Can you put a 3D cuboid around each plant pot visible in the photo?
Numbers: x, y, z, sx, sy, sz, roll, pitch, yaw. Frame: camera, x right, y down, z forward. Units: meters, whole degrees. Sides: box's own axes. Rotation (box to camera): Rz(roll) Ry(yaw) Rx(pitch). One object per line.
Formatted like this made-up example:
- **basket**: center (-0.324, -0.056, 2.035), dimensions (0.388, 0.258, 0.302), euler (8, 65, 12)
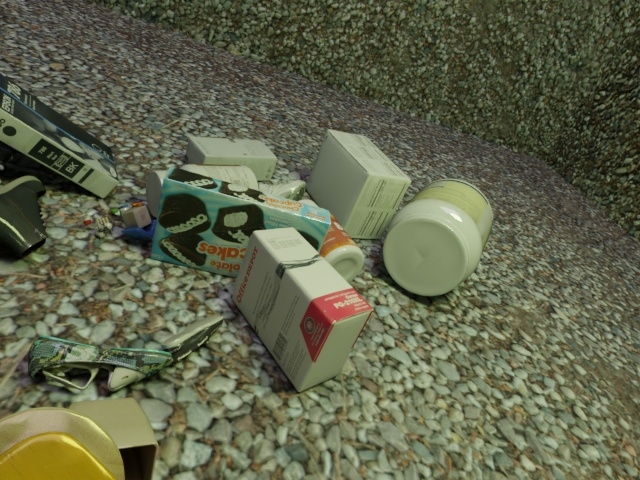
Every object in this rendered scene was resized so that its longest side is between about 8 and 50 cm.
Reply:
- **plant pot**: center (-0.256, 0.246, 0.516), dimensions (0.109, 0.109, 0.096), euler (5, 23, -27)

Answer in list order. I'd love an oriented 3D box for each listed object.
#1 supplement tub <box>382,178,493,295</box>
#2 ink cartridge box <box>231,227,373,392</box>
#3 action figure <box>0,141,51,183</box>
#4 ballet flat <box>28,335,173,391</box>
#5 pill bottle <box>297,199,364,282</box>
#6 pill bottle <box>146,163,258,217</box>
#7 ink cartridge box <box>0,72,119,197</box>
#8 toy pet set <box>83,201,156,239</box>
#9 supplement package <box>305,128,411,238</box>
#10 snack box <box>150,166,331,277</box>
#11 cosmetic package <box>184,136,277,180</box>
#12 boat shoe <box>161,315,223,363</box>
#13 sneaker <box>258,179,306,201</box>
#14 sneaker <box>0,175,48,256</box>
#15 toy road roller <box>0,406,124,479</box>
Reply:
- **supplement tub**: center (0.309, -0.016, 1.155), dimensions (0.235, 0.235, 0.325), euler (31, 32, 14)
- **ink cartridge box**: center (-0.044, 0.112, 0.787), dimensions (0.100, 0.172, 0.237), euler (-9, 43, -42)
- **action figure**: center (-0.709, -0.182, 0.887), dimensions (0.330, 0.178, 0.341), euler (51, 12, 29)
- **ballet flat**: center (-0.310, 0.182, 0.629), dimensions (0.188, 0.070, 0.070), euler (11, 33, -15)
- **pill bottle**: center (0.000, 0.000, 1.039), dimensions (0.121, 0.121, 0.216), euler (-1, 39, -35)
- **pill bottle**: center (-0.271, -0.110, 1.025), dimensions (0.229, 0.131, 0.131), euler (-7, 42, -40)
- **ink cartridge box**: center (-0.584, -0.229, 0.916), dimensions (0.332, 0.065, 0.165), euler (37, 14, -48)
- **toy pet set**: center (-0.396, -0.033, 0.918), dimensions (0.114, 0.065, 0.122), euler (-6, 19, 22)
- **supplement package**: center (0.095, -0.160, 1.269), dimensions (0.145, 0.204, 0.262), euler (3, 36, -31)
- **snack box**: center (-0.160, -0.013, 0.891), dimensions (0.321, 0.187, 0.060), euler (14, 32, -13)
- **cosmetic package**: center (-0.255, -0.233, 1.274), dimensions (0.231, 0.085, 0.117), euler (-7, 41, -41)
- **boat shoe**: center (-0.206, 0.161, 0.737), dimensions (0.046, 0.038, 0.125), euler (-11, 9, 29)
- **sneaker**: center (-0.123, -0.126, 1.192), dimensions (0.115, 0.090, 0.232), euler (28, 30, 15)
- **sneaker**: center (-0.544, -0.041, 0.814), dimensions (0.118, 0.083, 0.222), euler (48, 7, -19)
- **toy road roller**: center (-0.193, 0.309, 0.304), dimensions (0.329, 0.202, 0.240), euler (51, 50, -2)
